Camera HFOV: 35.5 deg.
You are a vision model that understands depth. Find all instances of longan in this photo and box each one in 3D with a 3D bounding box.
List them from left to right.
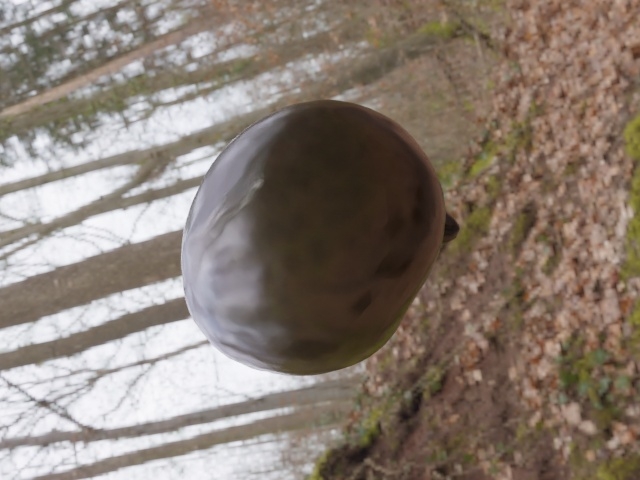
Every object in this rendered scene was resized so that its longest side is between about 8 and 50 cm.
[{"bbox_3d":[0.000,0.000,1.010,0.243,0.300,0.300,62,-171,32],"label":"longan"}]
